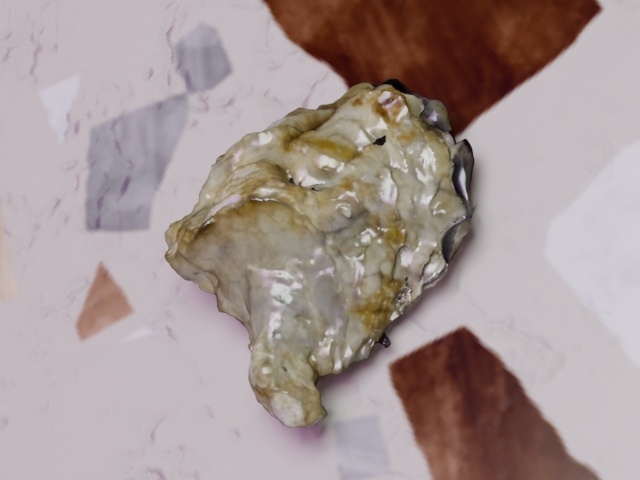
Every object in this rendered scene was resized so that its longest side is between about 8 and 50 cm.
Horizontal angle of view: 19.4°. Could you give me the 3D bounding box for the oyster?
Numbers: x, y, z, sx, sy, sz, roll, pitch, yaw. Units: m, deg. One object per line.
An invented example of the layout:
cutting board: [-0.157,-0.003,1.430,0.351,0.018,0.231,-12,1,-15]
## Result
oyster: [0.000,0.000,0.956,0.163,0.081,0.191,-11,70,15]
